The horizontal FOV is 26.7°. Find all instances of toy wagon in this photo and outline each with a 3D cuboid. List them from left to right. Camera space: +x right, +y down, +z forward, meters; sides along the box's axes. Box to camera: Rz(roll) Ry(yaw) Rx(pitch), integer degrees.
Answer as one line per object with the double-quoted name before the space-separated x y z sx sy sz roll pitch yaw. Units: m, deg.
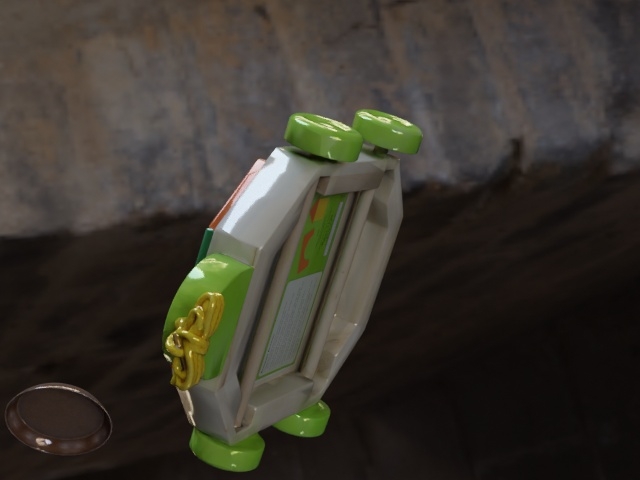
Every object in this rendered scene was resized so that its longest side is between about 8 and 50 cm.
"toy wagon" -0.031 0.036 0.998 0.068 0.344 0.267 23 105 21

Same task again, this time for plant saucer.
"plant saucer" -0.412 0.277 2.133 0.029 0.168 0.168 -87 16 -46
